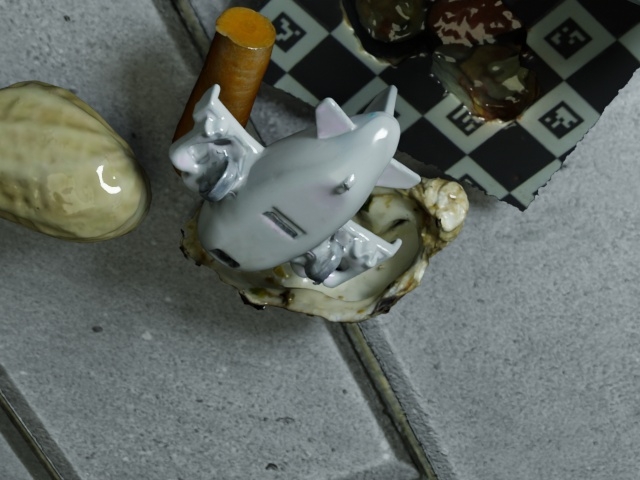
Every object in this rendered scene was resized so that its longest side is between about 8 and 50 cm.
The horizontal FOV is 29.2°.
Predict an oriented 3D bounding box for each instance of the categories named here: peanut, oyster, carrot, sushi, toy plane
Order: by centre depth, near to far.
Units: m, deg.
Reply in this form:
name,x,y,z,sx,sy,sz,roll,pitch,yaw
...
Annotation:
name,x,y,z,sx,sy,sz,roll,pitch,yaw
sushi,0.133,-0.224,1.153,0.339,0.069,0.320,26,129,-9
toy plane,-0.021,-0.052,1.164,0.252,0.118,0.252,6,135,6
carrot,-0.099,-0.130,1.195,0.067,0.067,0.225,20,142,-6
peanut,-0.319,-0.092,1.231,0.313,0.152,0.152,15,121,4
oyster,0.002,-0.006,1.290,0.294,0.094,0.166,11,104,11

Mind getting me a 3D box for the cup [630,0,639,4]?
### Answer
name,x,y,z,sx,sy,sz,roll,pitch,yaw
cup,0.327,-0.312,0.930,0.205,0.205,0.312,21,104,-7
